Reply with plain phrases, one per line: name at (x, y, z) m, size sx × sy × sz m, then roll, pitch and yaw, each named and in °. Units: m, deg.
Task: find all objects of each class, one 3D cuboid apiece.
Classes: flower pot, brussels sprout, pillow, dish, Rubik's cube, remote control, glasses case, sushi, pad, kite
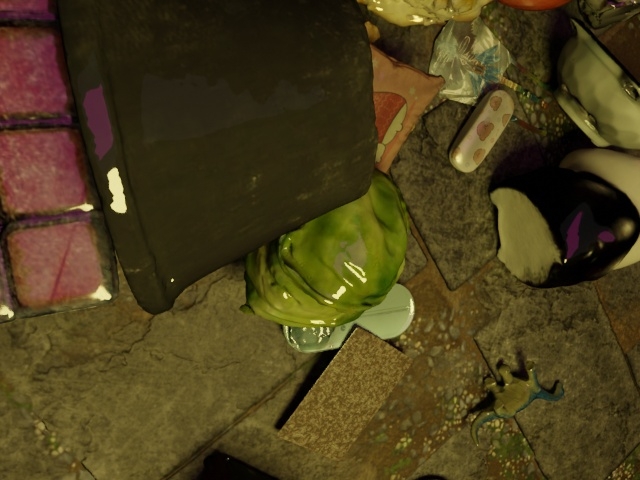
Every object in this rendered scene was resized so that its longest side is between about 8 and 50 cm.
flower pot at (-0.088, -0.137, 0.527) m, size 0.250 × 0.379 × 0.380 m, roll -9°, pitch 101°, yaw -11°
brussels sprout at (0.003, 0.000, 0.748) m, size 0.227 × 0.294 × 0.259 m, roll 31°, pitch 130°, yaw -13°
pillow at (0.053, -0.192, 0.812) m, size 0.223 × 0.084 × 0.236 m, roll 15°, pitch 125°, yaw -25°
dish at (0.530, -0.265, 0.974) m, size 0.303 × 0.303 × 0.120 m, roll 29°, pitch 127°, yaw -23°
Rubik's cube at (-0.406, -0.096, 0.529) m, size 0.343 × 0.337 × 0.345 m, roll -7°, pitch 98°, yaw -22°
remote control at (0.049, 0.129, 0.903) m, size 0.247 × 0.052 × 0.104 m, roll -5°, pitch 98°, yaw -22°
glasses case at (0.297, -0.202, 0.964) m, size 0.063 × 0.041 × 0.164 m, roll 34°, pitch 90°, yaw -24°
sushi at (0.621, -0.495, 1.021) m, size 0.331 × 0.124 × 0.130 m, roll -18°, pitch 93°, yaw -18°
pad at (0.049, 0.275, 0.919) m, size 0.158 × 0.003 × 0.235 m, roll 35°, pitch 92°, yaw -30°
kite at (0.331, -0.293, 0.988) m, size 0.309 × 0.015 × 0.169 m, roll 27°, pitch 88°, yaw -23°

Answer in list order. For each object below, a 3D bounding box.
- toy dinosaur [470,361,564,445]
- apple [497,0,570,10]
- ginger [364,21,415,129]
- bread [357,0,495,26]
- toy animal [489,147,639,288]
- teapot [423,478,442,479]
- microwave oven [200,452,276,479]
toy dinosaur at (0.407, 0.349, 1.078) m, size 0.248 × 0.075 × 0.188 m, roll -47°, pitch 119°, yaw -17°
apple at (0.349, -0.518, 0.838) m, size 0.206 × 0.252 × 0.272 m, roll 0°, pitch 114°, yaw -8°
ginger at (0.077, -0.258, 0.864) m, size 0.176 × 0.052 × 0.193 m, roll -15°, pitch 115°, yaw -9°
bread at (0.081, -0.502, 0.723) m, size 0.361 × 0.250 × 0.395 m, roll -12°, pitch 91°, yaw -49°
toy animal at (0.505, -0.040, 0.982) m, size 0.309 × 0.251 × 0.251 m, roll -17°, pitch 103°, yaw -13°
teapot at (0.230, 0.553, 1.022) m, size 0.145 × 0.148 × 0.116 m, roll -17°, pitch 140°, yaw -31°
microwave oven at (-0.100, 0.488, 0.820) m, size 0.247 × 0.178 × 0.188 m, roll 35°, pitch 83°, yaw -22°
